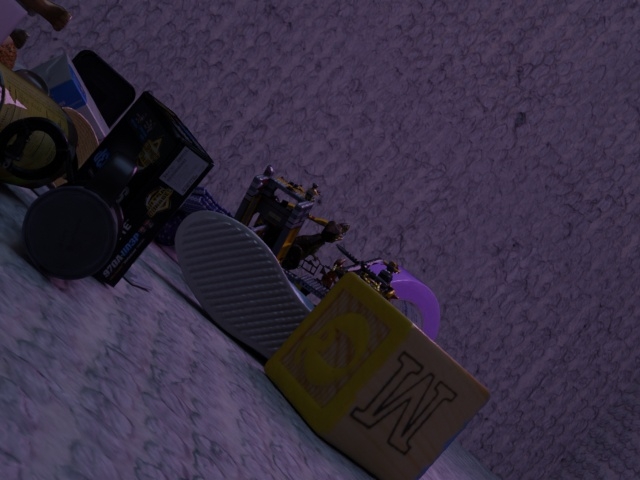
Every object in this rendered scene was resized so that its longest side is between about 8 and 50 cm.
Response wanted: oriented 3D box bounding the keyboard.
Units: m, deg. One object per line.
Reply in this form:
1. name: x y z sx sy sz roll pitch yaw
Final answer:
1. keyboard: -0.308 -0.025 1.360 0.256 0.014 0.072 42 -6 15

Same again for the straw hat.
1. straw hat: -0.368 -0.115 1.514 0.061 0.144 0.144 -4 -20 19

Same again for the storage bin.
1. storage bin: -0.432 -0.242 1.956 0.122 0.180 0.084 42 0 -20

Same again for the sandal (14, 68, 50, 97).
1. sandal: -0.417 -0.194 1.510 0.090 0.060 0.219 51 21 -14

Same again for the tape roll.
1. tape roll: 0.115 0.185 2.291 0.275 0.275 0.090 42 -2 -42

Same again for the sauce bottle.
1. sauce bottle: -0.355 -0.138 1.071 0.111 0.111 0.344 41 0 17

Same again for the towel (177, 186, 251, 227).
1. towel: -0.266 -0.065 1.996 0.243 0.040 0.336 13 -11 16

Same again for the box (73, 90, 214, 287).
1. box: -0.215 -0.066 1.232 0.051 0.175 0.220 38 5 -29

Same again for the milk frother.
1. milk frother: -0.250 -0.043 1.018 0.143 0.129 0.135 20 2 -9

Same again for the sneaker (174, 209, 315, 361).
1. sneaker: -0.093 0.103 1.647 0.366 0.135 0.150 50 -11 -13

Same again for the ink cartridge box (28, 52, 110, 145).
1. ink cartridge box: -0.380 -0.168 1.743 0.231 0.078 0.134 65 -3 -31

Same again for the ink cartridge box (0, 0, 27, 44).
1. ink cartridge box: -0.571 -0.365 1.303 0.395 0.166 0.285 42 -1 -6

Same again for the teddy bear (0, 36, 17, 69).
1. teddy bear: -0.740 -0.463 2.199 0.338 0.113 0.245 42 2 -24

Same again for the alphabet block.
1. alphabet block: 0.076 0.196 1.508 0.197 0.193 0.192 42 -2 -36

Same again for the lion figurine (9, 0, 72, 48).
1. lion figurine: -0.474 -0.404 1.565 0.240 0.142 0.392 40 -28 -27

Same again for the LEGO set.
1. LEGO set: 0.000 0.000 1.796 0.331 0.192 0.255 37 21 23

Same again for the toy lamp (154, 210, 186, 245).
1. toy lamp: -0.173 0.056 1.874 0.275 0.080 0.080 42 0 25
